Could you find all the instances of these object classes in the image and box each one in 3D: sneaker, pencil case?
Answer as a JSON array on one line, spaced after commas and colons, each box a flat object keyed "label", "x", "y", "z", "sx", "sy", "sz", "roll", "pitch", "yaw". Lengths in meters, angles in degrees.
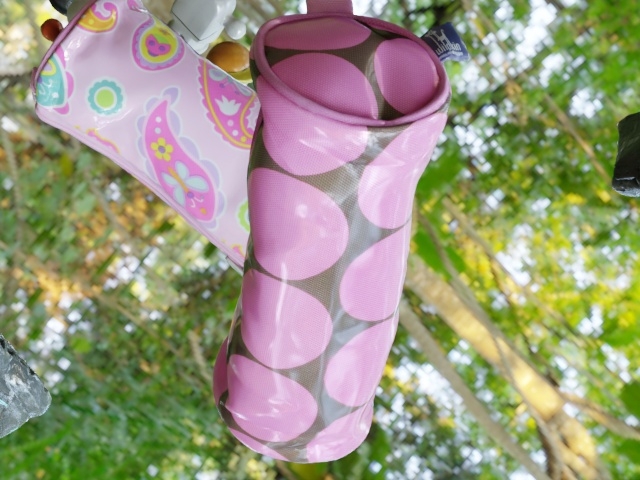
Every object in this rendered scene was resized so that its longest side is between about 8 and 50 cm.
[{"label": "sneaker", "x": -0.365, "y": 0.103, "z": 1.224, "sx": 0.106, "sy": 0.267, "sz": 0.101, "roll": -39, "pitch": -144, "yaw": -15}, {"label": "pencil case", "x": -0.082, "y": -0.063, "z": 0.949, "sx": 0.124, "sy": 0.284, "sz": 0.124, "roll": -49, "pitch": -175, "yaw": 5}, {"label": "pencil case", "x": 0.000, "y": 0.000, "z": 0.562, "sx": 0.098, "sy": 0.095, "sz": 0.209, "roll": -116, "pitch": -150, "yaw": -45}, {"label": "sneaker", "x": 0.278, "y": -0.050, "z": 1.023, "sx": 0.089, "sy": 0.051, "sz": 0.170, "roll": -29, "pitch": -146, "yaw": 40}]

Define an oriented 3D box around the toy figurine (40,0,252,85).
[{"label": "toy figurine", "x": -0.165, "y": -0.217, "z": 1.239, "sx": 0.148, "sy": 0.209, "sz": 0.213, "roll": -50, "pitch": -147, "yaw": 46}]
